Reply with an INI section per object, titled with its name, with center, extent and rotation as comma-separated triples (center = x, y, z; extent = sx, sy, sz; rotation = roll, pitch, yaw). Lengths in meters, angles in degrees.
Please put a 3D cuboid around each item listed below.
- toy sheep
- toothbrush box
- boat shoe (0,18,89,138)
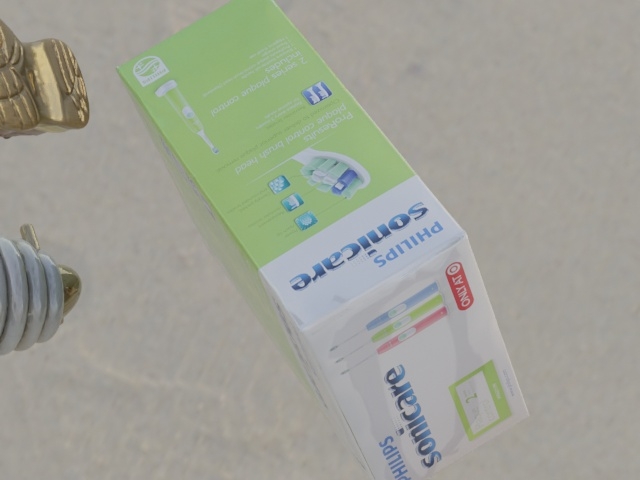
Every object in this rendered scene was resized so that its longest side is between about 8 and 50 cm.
[toy sheep]
center = -0.220, 0.035, 1.298
extent = 0.132, 0.091, 0.091
rotation = -5, 53, -30
[toothbrush box]
center = 0.000, 0.000, 1.285
extent = 0.122, 0.206, 0.283
rotation = -30, 48, -6
[boat shoe]
center = -0.180, -0.079, 1.010
extent = 0.178, 0.060, 0.064
rotation = 9, 67, -74
